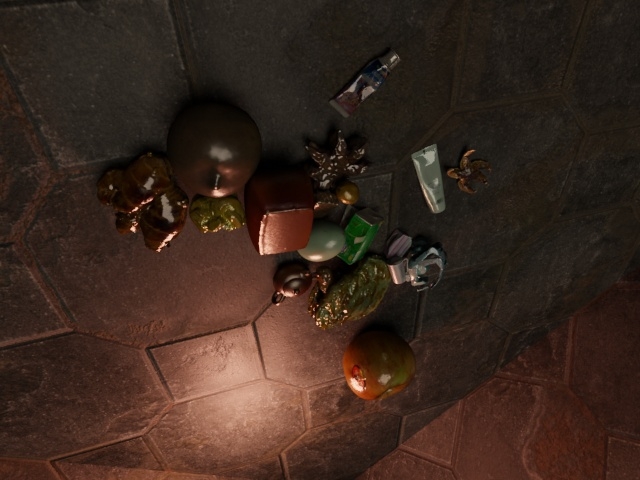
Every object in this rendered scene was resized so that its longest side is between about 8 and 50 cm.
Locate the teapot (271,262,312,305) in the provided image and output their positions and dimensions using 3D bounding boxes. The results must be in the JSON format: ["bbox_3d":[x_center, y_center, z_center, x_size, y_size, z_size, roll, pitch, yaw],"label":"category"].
[{"bbox_3d":[-0.132,0.202,1.861,0.178,0.135,0.252,32,111,-32],"label":"teapot"}]

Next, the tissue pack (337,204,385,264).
[{"bbox_3d":[0.144,-0.035,1.776,0.148,0.156,0.209,-21,143,-54],"label":"tissue pack"}]

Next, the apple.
[{"bbox_3d":[0.313,0.667,2.283,0.401,0.333,0.400,-17,150,-10],"label":"apple"}]

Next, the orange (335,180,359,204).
[{"bbox_3d":[0.097,-0.175,1.535,0.095,0.085,0.085,15,121,-38],"label":"orange"}]

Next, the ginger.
[{"bbox_3d":[-0.589,-0.116,1.426,0.275,0.152,0.357,-19,130,-4],"label":"ginger"}]

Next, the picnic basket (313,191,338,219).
[{"bbox_3d":[-0.008,-0.130,1.624,0.110,0.054,0.193,4,164,-24],"label":"picnic basket"}]

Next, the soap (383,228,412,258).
[{"bbox_3d":[0.356,0.020,1.941,0.100,0.056,0.149,16,121,-30],"label":"soap"}]

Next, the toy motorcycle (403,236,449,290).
[{"bbox_3d":[0.485,0.119,1.992,0.154,0.206,0.260,-27,148,-54],"label":"toy motorcycle"}]

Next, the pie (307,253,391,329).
[{"bbox_3d":[0.150,0.252,1.970,0.418,0.180,0.395,-9,131,-29],"label":"pie"}]

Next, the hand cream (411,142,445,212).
[{"bbox_3d":[0.470,-0.248,1.773,0.109,0.067,0.320,-24,127,2],"label":"hand cream"}]

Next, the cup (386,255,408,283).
[{"bbox_3d":[0.365,0.128,1.935,0.104,0.074,0.116,-31,117,-20],"label":"cup"}]

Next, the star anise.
[{"bbox_3d":[0.059,-0.272,1.565,0.316,0.108,0.315,-10,130,-12],"label":"star anise"}]

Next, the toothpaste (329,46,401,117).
[{"bbox_3d":[0.155,-0.536,1.431,0.266,0.061,0.096,-40,131,21],"label":"toothpaste"}]

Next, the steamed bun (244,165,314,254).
[{"bbox_3d":[-0.154,-0.122,1.509,0.235,0.248,0.379,-9,154,-13],"label":"steamed bun"}]

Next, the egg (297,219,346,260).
[{"bbox_3d":[0.000,0.000,1.704,0.231,0.167,0.168,-15,143,41],"label":"egg"}]

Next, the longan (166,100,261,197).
[{"bbox_3d":[-0.330,-0.283,1.309,0.298,0.297,0.297,-10,130,-12],"label":"longan"}]

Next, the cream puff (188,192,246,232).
[{"bbox_3d":[-0.374,-0.110,1.476,0.195,0.221,0.194,2,85,-28],"label":"cream puff"}]

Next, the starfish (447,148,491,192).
[{"bbox_3d":[0.629,-0.297,1.785,0.238,0.071,0.215,-10,125,-25],"label":"starfish"}]
